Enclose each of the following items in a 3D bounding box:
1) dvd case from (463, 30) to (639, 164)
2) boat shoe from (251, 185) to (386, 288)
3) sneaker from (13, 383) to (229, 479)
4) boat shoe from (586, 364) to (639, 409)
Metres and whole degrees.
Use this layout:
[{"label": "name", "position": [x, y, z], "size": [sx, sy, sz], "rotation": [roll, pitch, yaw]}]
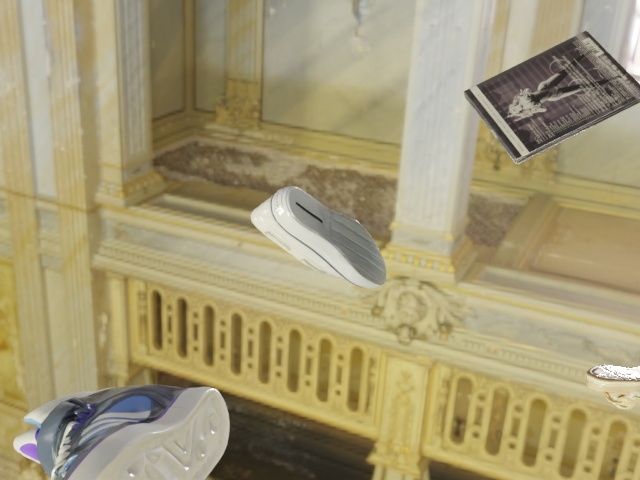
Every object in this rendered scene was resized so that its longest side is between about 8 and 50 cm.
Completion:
[{"label": "dvd case", "position": [0.356, -0.222, 1.230], "size": [0.221, 0.018, 0.164], "rotation": [-26, -125, -2]}, {"label": "boat shoe", "position": [0.000, 0.000, 1.096], "size": [0.076, 0.226, 0.083], "rotation": [-19, -135, 36]}, {"label": "sneaker", "position": [-0.264, 0.255, 0.887], "size": [0.236, 0.130, 0.323], "rotation": [-8, -170, 19]}, {"label": "boat shoe", "position": [0.454, 0.222, 1.190], "size": [0.170, 0.059, 0.063], "rotation": [8, -168, -32]}]
